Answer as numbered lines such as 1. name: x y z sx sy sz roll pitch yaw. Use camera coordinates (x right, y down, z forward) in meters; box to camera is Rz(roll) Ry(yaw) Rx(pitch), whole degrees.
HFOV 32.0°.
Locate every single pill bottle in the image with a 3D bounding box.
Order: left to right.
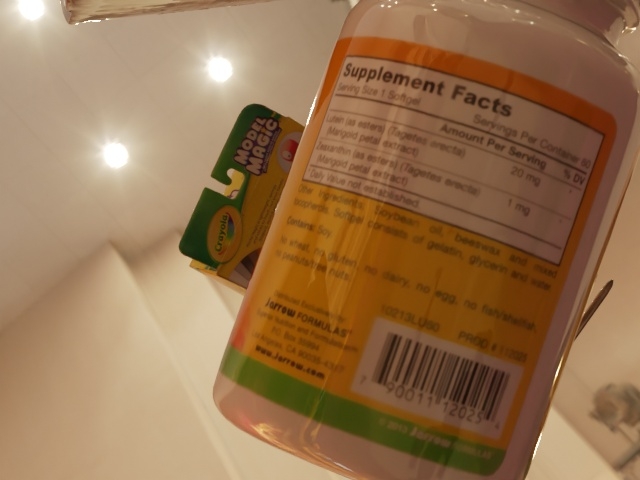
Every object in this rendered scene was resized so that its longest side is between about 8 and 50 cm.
1. pill bottle: 0.057 -0.023 0.473 0.136 0.136 0.245 21 -92 -38

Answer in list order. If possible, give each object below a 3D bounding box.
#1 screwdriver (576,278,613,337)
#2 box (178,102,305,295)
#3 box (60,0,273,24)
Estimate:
1. screwdriver: 0.097 0.088 0.570 0.170 0.025 0.024 -59 -38 -3
2. box: 0.000 0.000 0.683 0.179 0.043 0.105 31 -102 -32
3. box: -0.070 -0.237 0.701 0.203 0.168 0.167 -9 -84 -14
